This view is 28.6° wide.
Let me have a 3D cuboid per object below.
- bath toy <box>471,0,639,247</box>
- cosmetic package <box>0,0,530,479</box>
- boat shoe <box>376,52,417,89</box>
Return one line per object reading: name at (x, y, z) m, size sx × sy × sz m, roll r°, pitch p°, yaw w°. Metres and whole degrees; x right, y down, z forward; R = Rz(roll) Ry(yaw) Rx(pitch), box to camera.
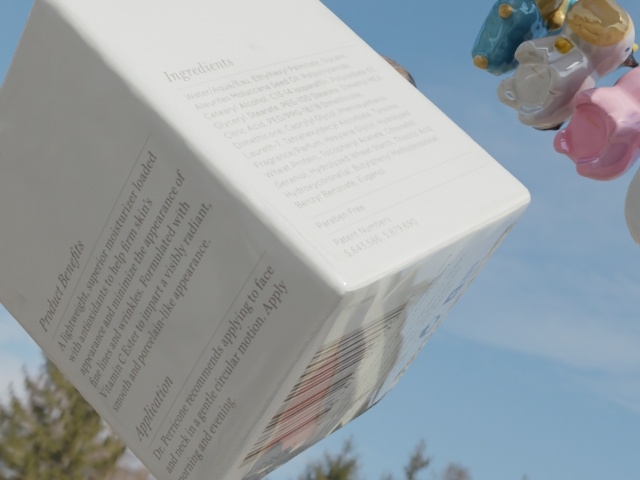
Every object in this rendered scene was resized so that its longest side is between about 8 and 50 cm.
bath toy at (0.302, -0.129, 1.256) m, size 0.129 × 0.348 × 0.151 m, roll 2°, pitch -48°, yaw -39°
cosmetic package at (-0.040, -0.010, 0.566) m, size 0.183 × 0.151 × 0.151 m, roll 46°, pitch -53°, yaw 17°
boat shoe at (0.000, 0.000, 1.040) m, size 0.116 × 0.324 × 0.097 m, roll 6°, pitch 16°, yaw -38°
